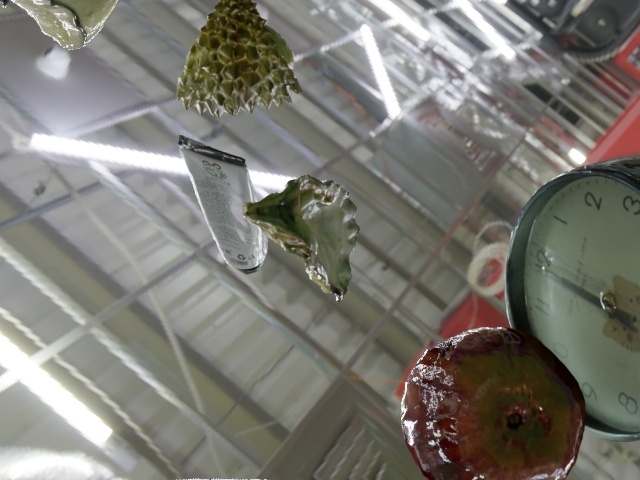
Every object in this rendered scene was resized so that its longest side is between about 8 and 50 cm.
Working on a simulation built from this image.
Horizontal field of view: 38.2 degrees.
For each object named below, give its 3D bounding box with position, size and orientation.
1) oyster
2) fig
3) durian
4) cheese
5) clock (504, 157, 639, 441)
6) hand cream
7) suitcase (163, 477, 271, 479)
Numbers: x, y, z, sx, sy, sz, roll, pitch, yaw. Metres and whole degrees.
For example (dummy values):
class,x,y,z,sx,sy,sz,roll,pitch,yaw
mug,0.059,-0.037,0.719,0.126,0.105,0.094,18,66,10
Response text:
class,x,y,z,sx,sy,sz,roll,pitch,yaw
oyster,0.000,0.000,0.776,0.122,0.045,0.146,67,-153,-12
fig,0.104,0.122,0.645,0.128,0.150,0.128,17,-111,-52
durian,-0.116,-0.255,1.287,0.306,0.172,0.166,-38,-63,-78
cheese,-0.225,-0.290,0.833,0.070,0.249,0.163,11,157,31
clock,0.233,0.048,0.738,0.049,0.226,0.226,-8,-132,-28
hand cream,-0.143,-0.048,1.490,0.121,0.336,0.076,18,-117,17
suitcase,-0.131,0.451,1.158,0.283,0.194,0.434,5,-163,-22
